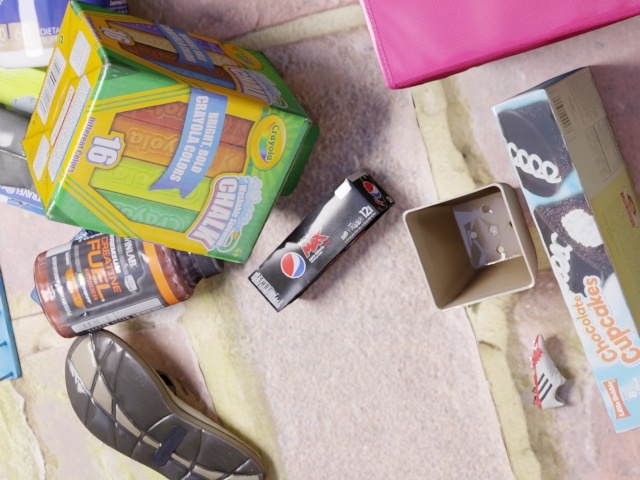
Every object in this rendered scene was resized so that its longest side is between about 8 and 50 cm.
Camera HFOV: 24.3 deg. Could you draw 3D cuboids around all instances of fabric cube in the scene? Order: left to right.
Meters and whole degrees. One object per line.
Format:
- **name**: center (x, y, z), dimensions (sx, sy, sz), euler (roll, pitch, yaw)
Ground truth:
- **fabric cube**: center (0.178, -0.301, 1.349), dimensions (0.258, 0.254, 0.259), euler (-15, 96, 23)

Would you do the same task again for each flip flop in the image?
- **flip flop**: center (-0.177, 0.204, 1.718), dimensions (0.277, 0.080, 0.112), euler (36, 109, -6)

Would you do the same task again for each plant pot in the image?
- **plant pot**: center (0.163, -0.001, 1.511), dimensions (0.109, 0.096, 0.109), euler (-18, 95, 25)

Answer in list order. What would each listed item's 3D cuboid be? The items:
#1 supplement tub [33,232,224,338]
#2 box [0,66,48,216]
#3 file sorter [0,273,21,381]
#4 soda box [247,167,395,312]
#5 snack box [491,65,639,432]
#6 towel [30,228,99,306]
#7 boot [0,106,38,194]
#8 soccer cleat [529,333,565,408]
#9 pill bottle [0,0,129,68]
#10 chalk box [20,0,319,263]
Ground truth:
- **supplement tub**: center (-0.210, 0.033, 1.655), dimensions (0.198, 0.106, 0.106), euler (-19, 95, 5)
- **box**: center (-0.342, -0.117, 1.722), dimensions (0.109, 0.042, 0.178), euler (18, 108, 18)
- **file sorter**: center (-0.451, 0.100, 1.785), dimensions (0.118, 0.104, 0.170), euler (-5, 101, 24)
- **soda box**: center (0.000, 0.000, 1.599), dimensions (0.053, 0.060, 0.169), euler (48, 114, 4)
- **snack box**: center (0.267, 0.001, 1.419), dimensions (0.060, 0.187, 0.322), euler (-20, 94, 25)
- **towel**: center (-0.284, 0.042, 1.743), dimensions (0.067, 0.029, 0.119), euler (45, 114, 4)
- **boot**: center (-0.341, -0.134, 1.663), dimensions (0.208, 0.076, 0.189), euler (25, 108, 22)
- **soccer cleat**: center (0.238, 0.137, 1.553), dimensions (0.036, 0.029, 0.083), euler (-2, 105, 14)
- **pill bottle**: center (-0.292, -0.323, 1.591), dimensions (0.153, 0.153, 0.264), euler (-2, 101, 23)
- **chalk box**: center (-0.134, -0.104, 1.532), dimensions (0.289, 0.179, 0.180), euler (12, 114, -26)
